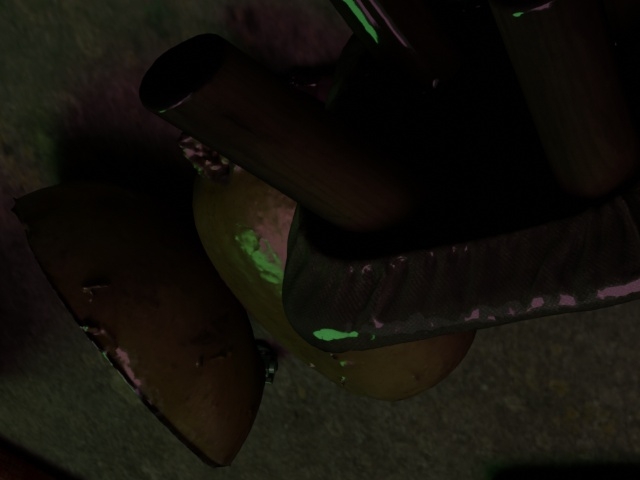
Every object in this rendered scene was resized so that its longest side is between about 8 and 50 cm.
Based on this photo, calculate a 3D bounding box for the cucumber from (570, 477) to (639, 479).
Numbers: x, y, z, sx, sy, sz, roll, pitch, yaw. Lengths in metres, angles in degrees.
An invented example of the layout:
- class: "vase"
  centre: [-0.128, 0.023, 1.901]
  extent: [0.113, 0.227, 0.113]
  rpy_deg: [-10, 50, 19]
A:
- class: "cucumber"
  centre: [0.265, 0.267, 1.740]
  extent: [0.244, 0.063, 0.115]
  rpy_deg: [-4, 134, 22]

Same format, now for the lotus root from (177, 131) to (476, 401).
- class: "lotus root"
  centre: [0.000, 0.000, 1.395]
  extent: [0.169, 0.151, 0.342]
  rpy_deg: [-12, 137, 33]

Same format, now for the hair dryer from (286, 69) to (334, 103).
- class: "hair dryer"
  centre: [0.044, -0.104, 1.322]
  extent: [0.154, 0.054, 0.106]
  rpy_deg: [18, -176, 23]

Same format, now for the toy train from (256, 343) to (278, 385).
- class: "toy train"
  centre: [-0.080, 0.117, 1.677]
  extent: [0.083, 0.033, 0.053]
  rpy_deg: [8, 148, 7]

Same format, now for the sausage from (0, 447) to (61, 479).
- class: "sausage"
  centre: [-0.350, 0.255, 1.913]
  extent: [0.274, 0.074, 0.074]
  rpy_deg: [34, 139, -25]

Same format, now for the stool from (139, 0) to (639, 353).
- class: "stool"
  centre: [0.083, -0.122, 1.078]
  extent: [0.310, 0.310, 0.226]
  rpy_deg: [-13, 135, 29]

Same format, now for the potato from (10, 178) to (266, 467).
- class: "potato"
  centre: [-0.126, 0.046, 1.484]
  extent: [0.116, 0.239, 0.299]
  rpy_deg: [-36, 126, -1]
